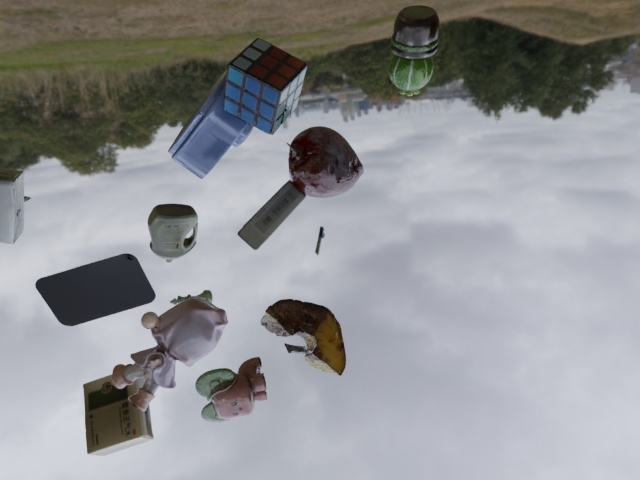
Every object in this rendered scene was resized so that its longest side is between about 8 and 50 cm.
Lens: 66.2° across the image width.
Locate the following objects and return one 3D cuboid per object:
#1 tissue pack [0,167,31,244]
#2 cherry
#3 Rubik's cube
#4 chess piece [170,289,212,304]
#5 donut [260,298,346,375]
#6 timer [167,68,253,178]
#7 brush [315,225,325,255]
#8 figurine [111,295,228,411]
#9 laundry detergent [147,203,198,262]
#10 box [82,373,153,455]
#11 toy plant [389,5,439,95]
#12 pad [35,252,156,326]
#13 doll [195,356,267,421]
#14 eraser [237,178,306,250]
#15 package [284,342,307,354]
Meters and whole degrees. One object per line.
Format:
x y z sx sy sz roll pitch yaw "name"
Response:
-0.785 -0.099 1.087 0.230 0.159 0.145 7 -157 -18 "tissue pack"
0.013 -0.253 1.631 0.301 0.230 0.203 11 161 -32 "cherry"
-0.152 -0.414 1.326 0.161 0.162 0.163 29 -125 4 "Rubik's cube"
-0.468 0.212 1.768 0.149 0.059 0.059 -1 -169 -36 "chess piece"
-0.045 0.263 1.459 0.112 0.295 0.151 -32 -159 46 "donut"
-0.298 -0.395 1.565 0.395 0.173 0.395 -43 -157 23 "timer"
0.000 0.000 1.247 0.013 0.016 0.083 -8 -129 29 "brush"
-0.324 0.237 1.075 0.276 0.200 0.133 -46 -136 -10 "figurine"
-0.550 -0.016 1.825 0.181 0.253 0.091 -3 -137 -26 "laundry detergent"
-0.607 0.515 1.477 0.168 0.211 0.095 -18 152 -3 "box"
0.181 -0.362 0.957 0.093 0.162 0.092 -1 -136 1 "toy plant"
-0.829 0.201 1.868 0.376 0.314 0.063 -16 -148 -4 "pad"
-0.352 0.597 1.952 0.269 0.284 0.216 -8 -150 -14 "doll"
-0.152 -0.094 1.628 0.352 0.089 0.061 -52 -171 -37 "eraser"
-0.076 0.351 1.583 0.015 0.037 0.110 -38 148 18 "package"
